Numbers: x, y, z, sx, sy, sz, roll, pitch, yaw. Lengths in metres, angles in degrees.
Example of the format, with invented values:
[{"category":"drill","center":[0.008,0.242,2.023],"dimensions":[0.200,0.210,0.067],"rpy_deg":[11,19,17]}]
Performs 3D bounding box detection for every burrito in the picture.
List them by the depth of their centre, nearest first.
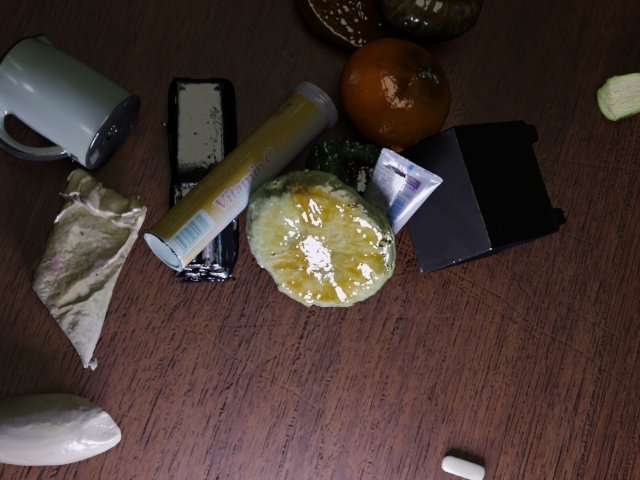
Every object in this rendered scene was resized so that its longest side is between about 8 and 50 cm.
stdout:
[{"category":"burrito","center":[-0.435,0.046,1.547],"dimensions":[0.175,0.107,0.347],"rpy_deg":[12,77,10]}]

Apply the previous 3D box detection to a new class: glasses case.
[{"category":"glasses case","center":[0.270,0.431,1.620],"dimensions":[0.083,0.021,0.032],"rpy_deg":[18,79,-4]}]

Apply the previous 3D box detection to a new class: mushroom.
[{"category":"mushroom","center":[-0.524,0.334,1.480],"dimensions":[0.351,0.128,0.128],"rpy_deg":[-7,82,-5]}]

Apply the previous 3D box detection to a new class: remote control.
[{"category":"remote control","center":[-0.225,-0.120,1.619],"dimensions":[0.145,0.062,0.398],"rpy_deg":[-2,82,-9]}]

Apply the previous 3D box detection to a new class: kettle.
[{"category":"kettle","center":[-0.487,-0.238,1.550],"dimensions":[0.236,0.161,0.221],"rpy_deg":[34,74,1]}]

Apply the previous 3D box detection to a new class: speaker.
[{"category":"speaker","center":[0.286,-0.086,1.576],"dimensions":[0.254,0.184,0.232],"rpy_deg":[-12,83,-43]}]

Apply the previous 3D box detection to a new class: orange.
[{"category":"orange","center":[0.143,-0.279,1.622],"dimensions":[0.224,0.170,0.223],"rpy_deg":[17,59,-31]}]

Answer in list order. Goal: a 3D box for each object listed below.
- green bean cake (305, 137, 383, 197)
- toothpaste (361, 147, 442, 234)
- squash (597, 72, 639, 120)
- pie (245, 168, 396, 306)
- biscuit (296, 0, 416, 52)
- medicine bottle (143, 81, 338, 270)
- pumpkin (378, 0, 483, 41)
[{"category":"green bean cake","center":[0.073,-0.122,1.597],"dimensions":[0.209,0.193,0.107],"rpy_deg":[4,75,-9]},{"category":"toothpaste","center":[0.107,-0.045,1.537],"dimensions":[0.114,0.299,0.073],"rpy_deg":[31,48,1]},{"category":"squash","center":[0.680,-0.316,1.766],"dimensions":[0.200,0.075,0.090],"rpy_deg":[-21,59,-12]},{"category":"pie","center":[0.000,0.000,1.531],"dimensions":[0.307,0.306,0.071],"rpy_deg":[26,44,-3]},{"category":"biscuit","center":[0.119,-0.559,1.731],"dimensions":[0.351,0.070,0.394],"rpy_deg":[18,79,-11]},{"category":"medicine bottle","center":[-0.142,-0.123,1.558],"dimensions":[0.108,0.108,0.426],"rpy_deg":[44,66,1]},{"category":"pumpkin","center":[0.215,-0.483,1.616],"dimensions":[0.219,0.162,0.218],"rpy_deg":[11,65,-24]}]
